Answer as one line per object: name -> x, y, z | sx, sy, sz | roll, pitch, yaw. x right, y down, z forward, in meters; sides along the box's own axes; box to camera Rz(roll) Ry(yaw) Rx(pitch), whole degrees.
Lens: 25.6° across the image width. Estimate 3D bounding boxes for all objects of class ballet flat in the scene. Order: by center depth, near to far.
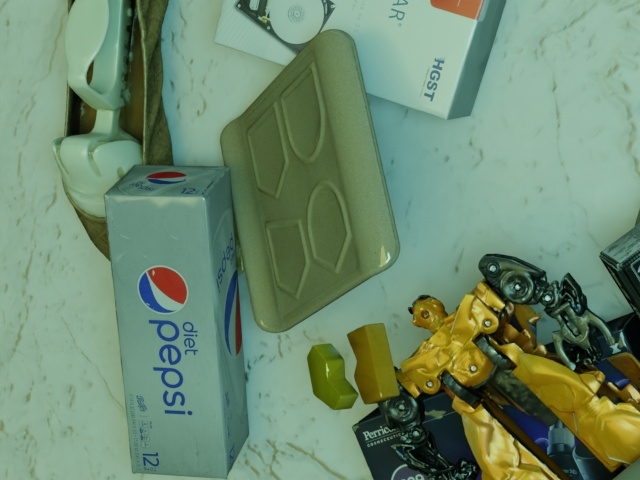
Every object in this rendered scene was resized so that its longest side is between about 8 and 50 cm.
ballet flat -> -0.202, -0.133, 1.335 | 0.116, 0.124, 0.342 | 7, 99, 18

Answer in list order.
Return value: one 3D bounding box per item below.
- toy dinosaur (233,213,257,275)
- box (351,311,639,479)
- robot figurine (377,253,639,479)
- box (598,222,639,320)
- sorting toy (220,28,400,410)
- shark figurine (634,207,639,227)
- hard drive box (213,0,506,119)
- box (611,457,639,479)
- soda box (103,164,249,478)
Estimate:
toy dinosaur -> -0.050, -0.008, 1.334 | 0.183, 0.053, 0.092 | -35, 83, 20
box -> 0.187, 0.196, 1.250 | 0.261, 0.103, 0.184 | -23, 86, 21
robot figurine -> 0.183, 0.150, 1.147 | 0.291, 0.085, 0.211 | 45, 107, 10
box -> 0.346, 0.029, 1.125 | 0.191, 0.045, 0.184 | -36, 109, -1
sorting toy -> 0.000, 0.000, 1.222 | 0.229, 0.041, 0.307 | -33, 65, 56
shark figurine -> 0.310, -0.031, 1.172 | 0.166, 0.116, 0.278 | 36, 105, 14
hard drive box -> 0.044, -0.228, 1.254 | 0.232, 0.089, 0.181 | 19, 103, 17
box -> 0.243, 0.267, 1.034 | 0.148, 0.127, 0.232 | 45, 107, -1
soda box -> -0.130, 0.076, 1.313 | 0.098, 0.091, 0.286 | 1, 111, 12
